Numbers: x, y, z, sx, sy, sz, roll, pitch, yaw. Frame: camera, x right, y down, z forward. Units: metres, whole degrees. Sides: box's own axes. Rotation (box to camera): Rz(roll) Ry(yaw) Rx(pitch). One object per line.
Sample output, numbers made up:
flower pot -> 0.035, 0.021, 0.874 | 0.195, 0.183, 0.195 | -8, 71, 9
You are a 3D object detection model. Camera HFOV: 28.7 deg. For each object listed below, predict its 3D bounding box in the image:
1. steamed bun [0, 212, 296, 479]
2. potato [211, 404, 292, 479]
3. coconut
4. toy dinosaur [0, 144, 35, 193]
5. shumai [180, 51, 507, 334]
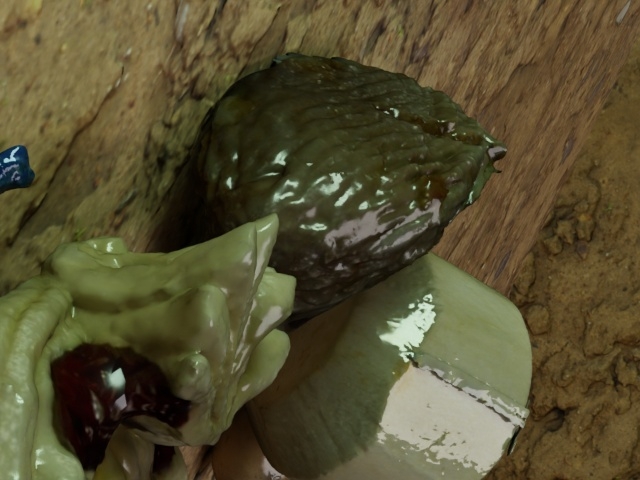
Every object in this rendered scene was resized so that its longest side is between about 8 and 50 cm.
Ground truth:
steamed bun -> -0.126, 0.093, 0.865 | 0.428, 0.189, 0.247 | 60, 41, -79
potato -> -0.073, 0.245, 1.498 | 0.147, 0.112, 0.112 | -60, 163, -8
coconut -> 0.074, 0.153, 1.379 | 0.323, 0.323, 0.323 | -50, 160, -26
toy dinosaur -> -0.268, 0.065, 0.778 | 0.247, 0.075, 0.188 | -35, 143, -41
shumai -> 0.000, 0.003, 1.114 | 0.346, 0.217, 0.283 | -33, 149, -59
